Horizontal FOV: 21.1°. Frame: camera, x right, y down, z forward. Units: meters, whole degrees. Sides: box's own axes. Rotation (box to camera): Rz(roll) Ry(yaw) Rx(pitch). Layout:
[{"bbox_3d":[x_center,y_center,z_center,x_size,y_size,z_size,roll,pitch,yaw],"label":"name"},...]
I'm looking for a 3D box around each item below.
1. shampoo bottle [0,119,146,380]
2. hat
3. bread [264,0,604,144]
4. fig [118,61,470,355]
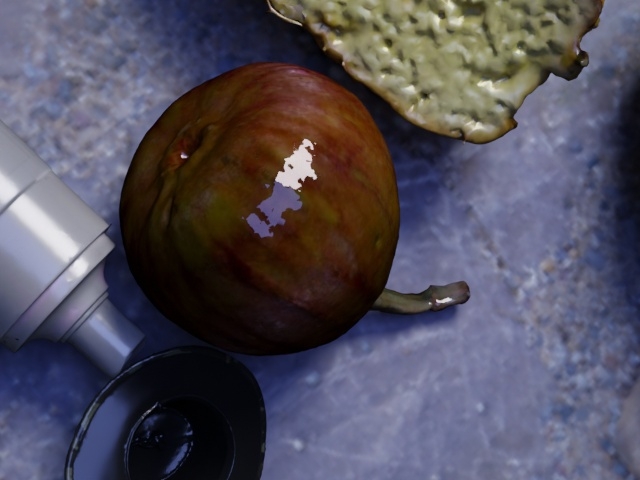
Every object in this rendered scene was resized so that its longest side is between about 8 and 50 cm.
[{"bbox_3d":[-0.206,-0.043,0.875,0.303,0.092,0.092,43,71,-4],"label":"shampoo bottle"},{"bbox_3d":[-0.083,0.111,0.894,0.121,0.050,0.121,3,85,-32],"label":"hat"},{"bbox_3d":[0.049,-0.168,0.942,0.229,0.139,0.143,45,114,-5],"label":"bread"},{"bbox_3d":[-0.027,-0.006,0.903,0.148,0.202,0.149,-44,66,-13],"label":"fig"}]
